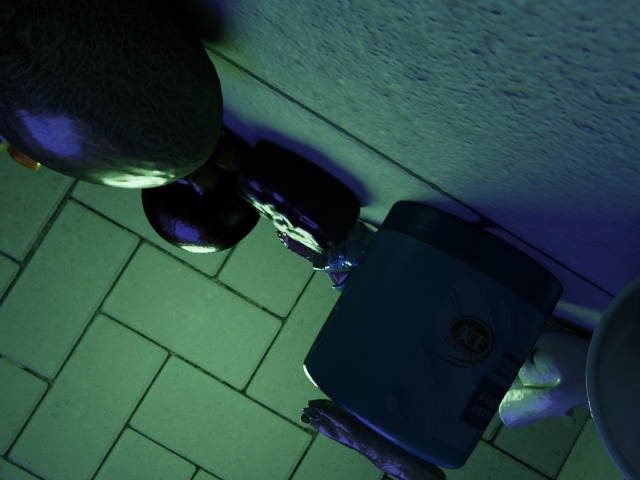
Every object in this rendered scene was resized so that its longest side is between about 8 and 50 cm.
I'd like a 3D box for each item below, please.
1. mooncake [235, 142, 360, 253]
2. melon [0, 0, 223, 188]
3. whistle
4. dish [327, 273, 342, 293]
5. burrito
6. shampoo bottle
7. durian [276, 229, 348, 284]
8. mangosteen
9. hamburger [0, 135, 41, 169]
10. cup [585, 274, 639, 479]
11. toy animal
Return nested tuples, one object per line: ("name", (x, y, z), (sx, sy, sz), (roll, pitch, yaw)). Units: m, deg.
("mooncake", (-0.057, -0.086, 1.125), (0.283, 0.141, 0.283), (32, 173, 4))
("melon", (-0.250, -0.185, 0.624), (0.248, 0.249, 0.329), (29, 179, 19))
("whistle", (0.087, 0.031, 1.308), (0.269, 0.180, 0.093), (-15, 157, 34))
("dish", (0.096, 0.050, 1.711), (0.273, 0.134, 0.273), (55, 162, 27))
("burrito", (0.091, 0.328, 0.827), (0.275, 0.059, 0.082), (31, 168, -3))
("shampoo bottle", (0.185, 0.160, 0.913), (0.331, 0.343, 0.331), (31, 176, 2))
("durian", (0.008, -0.013, 1.479), (0.260, 0.154, 0.186), (28, -144, -26))
("mangosteen", (-0.293, -0.140, 1.279), (0.306, 0.306, 0.359), (29, 143, 28))
("hamburger", (-0.680, -0.348, 1.173), (0.250, 0.330, 0.330), (27, 178, -28))
("cup", (0.364, 0.149, 0.481), (0.212, 0.212, 0.317), (28, 177, 31))
("toy animal", (0.509, 0.285, 1.122), (0.206, 0.271, 0.265), (53, 159, 18))
